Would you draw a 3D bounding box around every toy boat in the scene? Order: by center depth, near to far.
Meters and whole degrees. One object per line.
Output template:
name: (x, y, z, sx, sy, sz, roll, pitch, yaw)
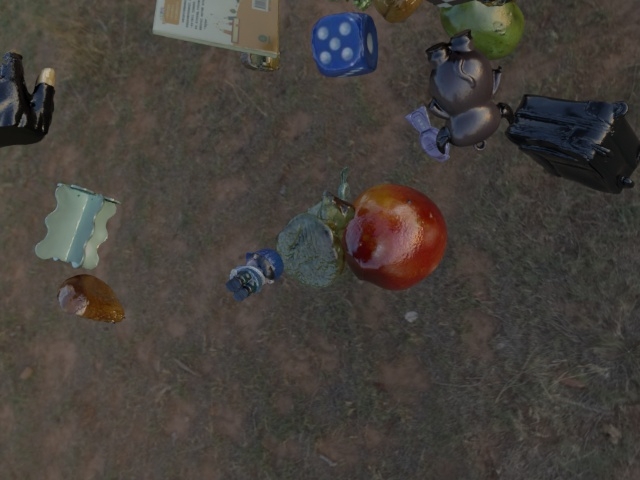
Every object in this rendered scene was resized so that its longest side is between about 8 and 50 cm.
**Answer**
toy boat: (-0.230, -0.666, 1.776, 0.310, 0.115, 0.089, -138, 48, -62)

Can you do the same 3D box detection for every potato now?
potato: (0.557, -0.749, 1.664, 0.216, 0.304, 0.216, -58, 17, 29)

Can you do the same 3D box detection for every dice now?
dice: (0.068, -0.508, 1.264, 0.146, 0.146, 0.143, 0, 102, 27)

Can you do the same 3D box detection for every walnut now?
walnut: (0.228, -0.714, 1.367, 0.180, 0.144, 0.144, -48, 58, 8)

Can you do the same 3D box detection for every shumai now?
shumai: (0.000, 0.000, 1.463, 0.222, 0.204, 0.272, 37, 126, 3)

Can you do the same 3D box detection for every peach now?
peach: (0.242, -0.006, 1.659, 0.388, 0.388, 0.389, -8, 75, 31)

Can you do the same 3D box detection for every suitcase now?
suitcase: (0.756, -0.295, 1.450, 0.339, 0.345, 0.188, 33, 101, 47)

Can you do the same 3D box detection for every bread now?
bread: (-0.460, 0.113, 0.980, 0.129, 0.126, 0.044, 37, 99, 47)

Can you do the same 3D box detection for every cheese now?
cheese: (0.074, -0.169, 1.533, 0.026, 0.067, 0.121, 11, 119, 22)
cheese: (0.353, -0.338, 1.566, 0.191, 0.042, 0.105, 55, 148, -11)

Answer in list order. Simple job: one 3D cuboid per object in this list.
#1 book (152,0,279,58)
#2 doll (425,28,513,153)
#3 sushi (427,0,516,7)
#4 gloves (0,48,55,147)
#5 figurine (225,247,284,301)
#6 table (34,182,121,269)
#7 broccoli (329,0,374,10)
book: (-0.247, -0.560, 1.187, 0.020, 0.295, 0.208, 129, 144, -63)
doll: (0.312, -0.311, 1.053, 0.182, 0.257, 0.117, -24, 32, 11)
sushi: (0.307, -0.554, 1.031, 0.343, 0.064, 0.359, -19, 46, -12)
gloves: (-0.530, -0.255, 0.816, 0.129, 0.106, 0.181, -18, 75, 16)
figurine: (-0.138, 0.066, 1.012, 0.087, 0.149, 0.086, -37, 93, 28)
table: (-0.634, -0.031, 1.266, 0.166, 0.166, 0.198, 11, 81, 34)
broccoli: (0.125, -0.941, 1.653, 0.338, 0.277, 0.317, -49, 15, -4)
